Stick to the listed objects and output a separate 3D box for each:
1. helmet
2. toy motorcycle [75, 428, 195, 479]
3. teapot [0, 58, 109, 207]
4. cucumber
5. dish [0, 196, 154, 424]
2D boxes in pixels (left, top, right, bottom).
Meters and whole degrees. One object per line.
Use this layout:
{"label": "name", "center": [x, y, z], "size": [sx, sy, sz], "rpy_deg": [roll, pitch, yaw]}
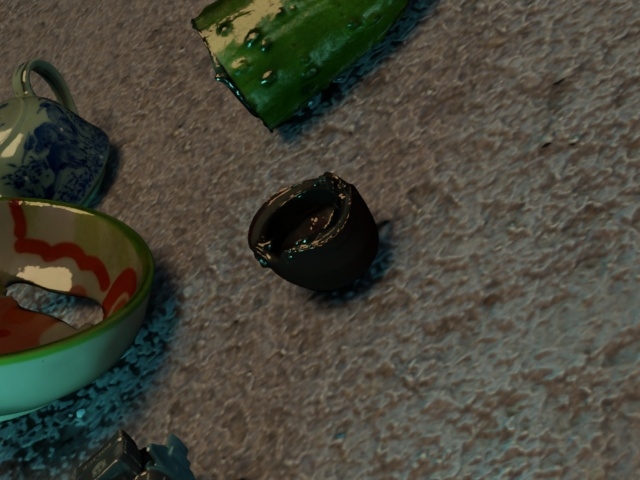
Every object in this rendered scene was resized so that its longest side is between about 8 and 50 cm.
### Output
{"label": "helmet", "center": [0.000, 0.000, 1.460], "size": [0.098, 0.070, 0.123], "rpy_deg": [-45, 23, -13]}
{"label": "toy motorcycle", "center": [-0.201, 0.259, 1.342], "size": [0.272, 0.123, 0.182], "rpy_deg": [-42, 20, 5]}
{"label": "teapot", "center": [-0.316, -0.094, 1.877], "size": [0.159, 0.159, 0.232], "rpy_deg": [-19, 39, 37]}
{"label": "cucumber", "center": [0.007, -0.219, 1.679], "size": [0.244, 0.134, 0.134], "rpy_deg": [-37, 31, 4]}
{"label": "dish", "center": [-0.311, 0.083, 1.620], "size": [0.324, 0.124, 0.324], "rpy_deg": [0, 27, 0]}
